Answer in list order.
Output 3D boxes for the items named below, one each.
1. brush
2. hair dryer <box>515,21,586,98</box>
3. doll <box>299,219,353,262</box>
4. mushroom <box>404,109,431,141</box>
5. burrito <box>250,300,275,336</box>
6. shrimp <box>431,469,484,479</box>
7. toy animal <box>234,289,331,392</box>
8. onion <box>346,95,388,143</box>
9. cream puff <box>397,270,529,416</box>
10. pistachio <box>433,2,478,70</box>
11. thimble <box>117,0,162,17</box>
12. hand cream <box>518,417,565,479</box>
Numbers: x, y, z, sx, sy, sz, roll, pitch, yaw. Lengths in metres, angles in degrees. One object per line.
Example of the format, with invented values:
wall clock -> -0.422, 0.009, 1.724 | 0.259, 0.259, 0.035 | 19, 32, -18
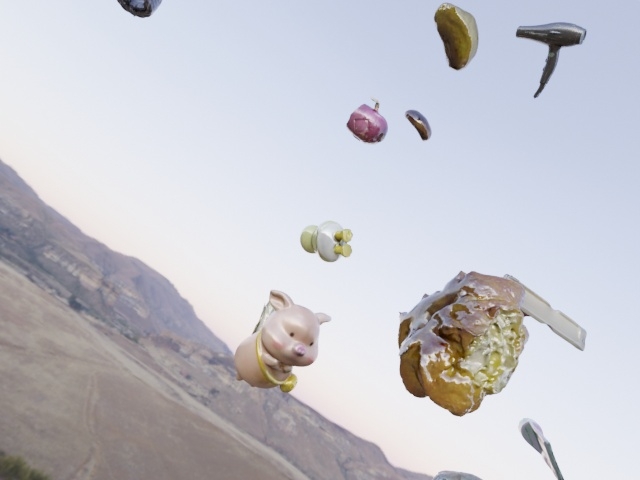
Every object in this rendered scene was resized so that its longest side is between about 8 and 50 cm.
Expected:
brush -> 0.544, 0.182, 1.031 | 0.321, 0.060, 0.050 | 32, -24, -19
hair dryer -> 0.684, -0.555, 1.293 | 0.195, 0.075, 0.219 | 27, -61, 38
doll -> 0.011, -0.001, 1.436 | 0.296, 0.117, 0.141 | -166, -108, -68
mushroom -> 0.323, -0.380, 1.355 | 0.052, 0.123, 0.123 | -33, -63, 24
burrito -> -0.211, 0.323, 1.507 | 0.060, 0.226, 0.087 | 23, -21, -5
shrimp -> 0.367, 0.706, 1.122 | 0.178, 0.289, 0.075 | 32, -55, 43
toy animal -> -0.098, 0.251, 0.951 | 0.165, 0.248, 0.149 | 32, 16, -38
onion -> 0.226, -0.527, 1.930 | 0.201, 0.200, 0.207 | 37, -11, -1
cream puff -> 0.239, 0.175, 0.726 | 0.155, 0.269, 0.241 | 45, -51, -9
pistachio -> 0.389, -0.581, 1.178 | 0.110, 0.100, 0.189 | 0, -52, 45
thimble -> -0.471, -0.634, 1.080 | 0.104, 0.066, 0.095 | 0, -33, 29
hand cream -> 0.485, 0.450, 0.917 | 0.079, 0.050, 0.275 | 46, 5, 18
